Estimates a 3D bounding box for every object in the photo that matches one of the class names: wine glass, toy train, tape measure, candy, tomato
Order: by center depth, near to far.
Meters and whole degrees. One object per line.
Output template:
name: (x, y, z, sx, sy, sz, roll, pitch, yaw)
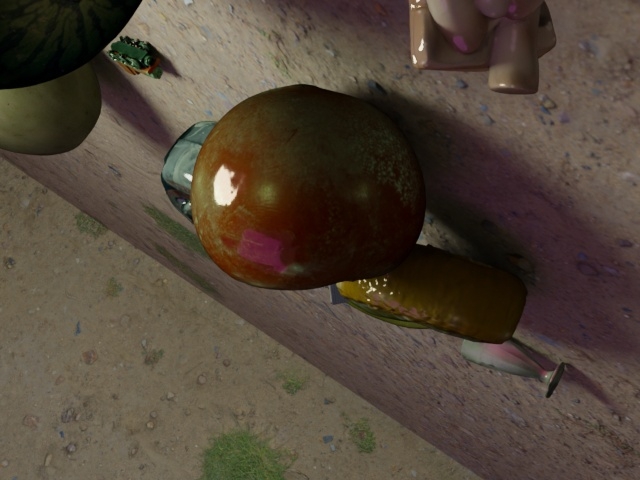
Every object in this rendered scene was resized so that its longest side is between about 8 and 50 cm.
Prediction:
tomato: (-0.015, -0.068, 0.841, 0.270, 0.270, 0.222, 15, 115, 52)
candy: (0.152, 0.063, 0.999, 0.260, 0.117, 0.260, 16, 179, 0)
toy train: (-0.289, -0.284, 1.150, 0.103, 0.044, 0.064, 27, 165, 37)
wine glass: (0.316, 0.193, 1.199, 0.155, 0.073, 0.073, 23, 159, 30)
tape measure: (-0.147, -0.075, 1.260, 0.275, 0.147, 0.256, 39, 163, -12)

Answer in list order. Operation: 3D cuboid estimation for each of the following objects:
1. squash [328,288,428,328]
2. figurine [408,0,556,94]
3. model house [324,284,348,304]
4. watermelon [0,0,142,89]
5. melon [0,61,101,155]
squash: (0.118, 0.099, 1.300, 0.341, 0.094, 0.094, 22, 158, 44)
figurine: (0.135, -0.176, 0.388, 0.163, 0.141, 0.237, -6, 172, -23)
model house: (0.034, 0.045, 1.236, 0.167, 0.088, 0.117, 16, 116, 53)
watermelon: (-0.308, -0.299, 0.636, 0.363, 0.363, 0.363, 33, 164, 11)
melon: (-0.540, -0.285, 1.292, 0.272, 0.271, 0.308, 24, 155, 36)
